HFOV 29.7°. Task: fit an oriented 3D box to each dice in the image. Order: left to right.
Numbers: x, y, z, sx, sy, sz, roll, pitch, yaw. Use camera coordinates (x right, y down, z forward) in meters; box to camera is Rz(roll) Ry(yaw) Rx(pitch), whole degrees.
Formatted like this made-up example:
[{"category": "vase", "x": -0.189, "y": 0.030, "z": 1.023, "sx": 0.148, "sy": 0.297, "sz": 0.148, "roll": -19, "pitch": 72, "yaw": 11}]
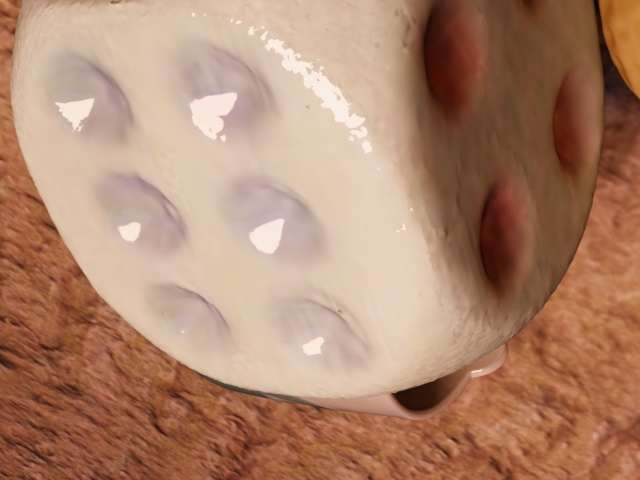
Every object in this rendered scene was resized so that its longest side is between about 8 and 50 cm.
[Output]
[{"category": "dice", "x": 0.001, "y": -0.083, "z": 0.720, "sx": 0.264, "sy": 0.262, "sz": 0.268, "roll": 4, "pitch": 130, "yaw": 34}]

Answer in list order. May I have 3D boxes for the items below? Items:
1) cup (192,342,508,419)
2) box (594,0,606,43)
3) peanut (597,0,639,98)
[{"category": "cup", "x": 0.000, "y": 0.000, "z": 1.012, "sx": 0.257, "sy": 0.219, "sz": 0.290, "roll": 2, "pitch": 105, "yaw": 35}, {"category": "box", "x": 0.073, "y": -0.191, "z": 0.836, "sx": 0.269, "sy": 0.079, "sz": 0.135, "roll": -1, "pitch": 130, "yaw": 36}, {"category": "peanut", "x": 0.268, "y": -0.114, "z": 0.735, "sx": 0.305, "sy": 0.147, "sz": 0.147, "roll": 44, "pitch": 141, "yaw": -15}]
